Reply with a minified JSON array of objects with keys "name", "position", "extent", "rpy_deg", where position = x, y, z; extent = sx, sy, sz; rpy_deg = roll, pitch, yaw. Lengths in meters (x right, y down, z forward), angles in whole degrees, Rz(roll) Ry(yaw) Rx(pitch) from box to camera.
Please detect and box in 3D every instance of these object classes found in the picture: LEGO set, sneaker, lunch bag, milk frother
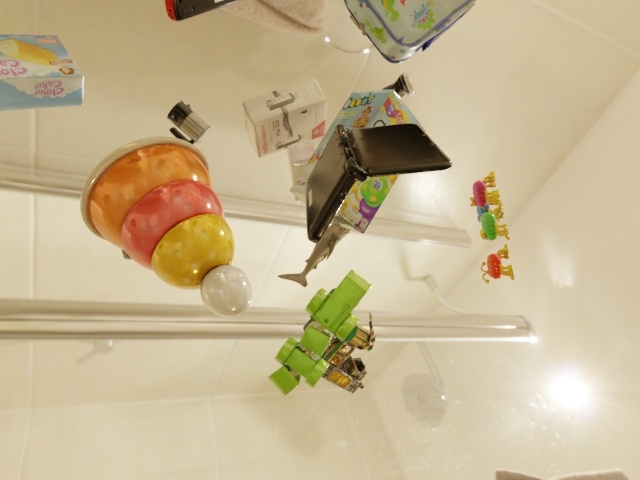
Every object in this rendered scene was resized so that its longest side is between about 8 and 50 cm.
[{"name":"LEGO set","position":[0.089,0.332,1.478],"extent":[0.255,0.192,0.331],"rpy_deg":[-54,-155,3]},{"name":"sneaker","position":[0.285,-0.563,1.684],"extent":[0.217,0.121,0.079],"rpy_deg":[-31,103,-75]},{"name":"lunch bag","position":[0.160,-0.421,0.755],"extent":[0.219,0.176,0.090],"rpy_deg":[-41,-176,-6]},{"name":"milk frother","position":[-0.463,-0.429,1.622],"extent":[0.129,0.134,0.143],"rpy_deg":[-37,-165,49]}]

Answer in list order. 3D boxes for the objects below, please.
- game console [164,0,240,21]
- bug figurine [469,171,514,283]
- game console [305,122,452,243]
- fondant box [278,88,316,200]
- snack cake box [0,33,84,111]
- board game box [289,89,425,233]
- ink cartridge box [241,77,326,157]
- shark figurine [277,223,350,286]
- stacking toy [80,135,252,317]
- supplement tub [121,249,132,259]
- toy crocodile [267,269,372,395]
[{"name":"game console","position":[-0.240,-0.751,1.084],"extent":[0.060,0.386,0.342],"rpy_deg":[33,-40,15]},{"name":"bug figurine","position":[0.429,-0.040,1.143],"extent":[0.216,0.072,0.279],"rpy_deg":[63,25,-44]},{"name":"game console","position":[0.040,-0.054,0.387],"extent":[0.107,0.071,0.122],"rpy_deg":[-59,-164,24]},{"name":"fondant box","position":[-0.077,-0.346,1.615],"extent":[0.238,0.096,0.330],"rpy_deg":[90,-10,-65]},{"name":"snack cake box","position":[-0.685,-0.367,0.976],"extent":[0.152,0.264,0.089],"rpy_deg":[50,-45,18]},{"name":"board game box","position":[0.084,-0.177,0.995],"extent":[0.144,0.142,0.275],"rpy_deg":[22,-102,53]},{"name":"ink cartridge box","position":[-0.098,-0.341,1.259],"extent":[0.158,0.217,0.092],"rpy_deg":[92,-24,-64]},{"name":"shark figurine","position":[-0.012,0.013,1.401],"extent":[0.278,0.116,0.166],"rpy_deg":[-49,-179,16]},{"name":"stacking toy","position":[-0.335,0.008,1.106],"extent":[0.480,0.350,0.351],"rpy_deg":[48,-50,25]},{"name":"supplement tub","position":[-0.634,-0.041,1.514],"extent":[0.106,0.106,0.198],"rpy_deg":[-23,-98,59]},{"name":"toy crocodile","position":[-0.003,0.218,1.034],"extent":[0.341,0.115,0.105],"rpy_deg":[-57,171,6]}]
